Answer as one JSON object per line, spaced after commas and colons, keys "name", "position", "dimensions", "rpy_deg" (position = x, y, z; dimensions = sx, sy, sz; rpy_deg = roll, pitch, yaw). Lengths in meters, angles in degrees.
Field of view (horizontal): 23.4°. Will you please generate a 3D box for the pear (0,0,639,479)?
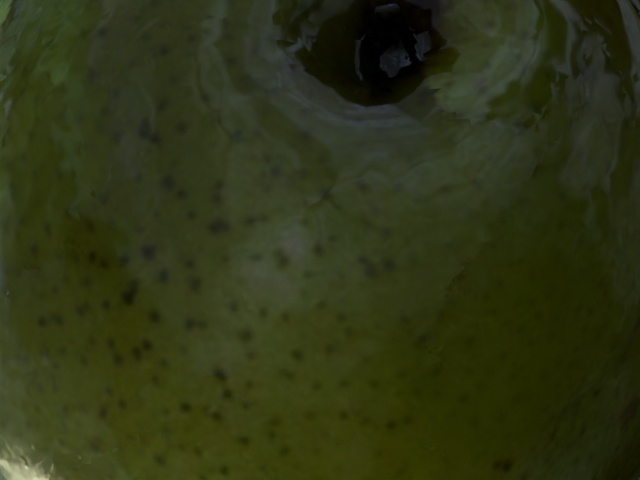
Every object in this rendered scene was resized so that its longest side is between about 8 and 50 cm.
{"name": "pear", "position": [0.000, 0.000, 0.536], "dimensions": [0.294, 0.294, 0.294], "rpy_deg": [-42, -167, 12]}
